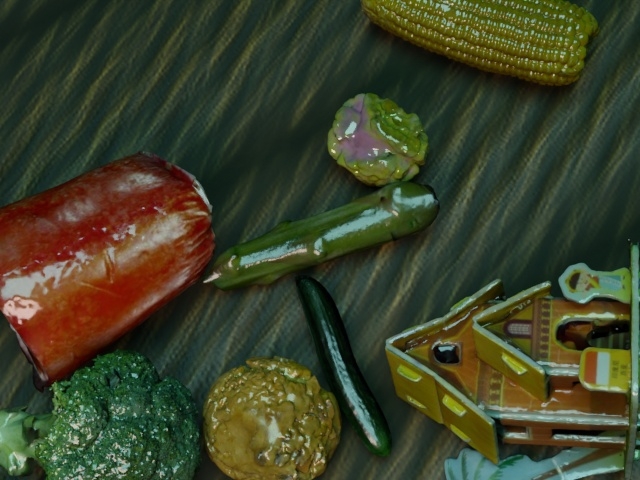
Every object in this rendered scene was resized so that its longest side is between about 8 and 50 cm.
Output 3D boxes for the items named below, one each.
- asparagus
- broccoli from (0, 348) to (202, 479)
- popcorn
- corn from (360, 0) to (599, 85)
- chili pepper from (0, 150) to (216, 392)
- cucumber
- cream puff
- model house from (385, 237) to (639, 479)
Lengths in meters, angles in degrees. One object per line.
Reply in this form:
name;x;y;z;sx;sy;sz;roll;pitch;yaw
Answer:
asparagus;-0.001;-0.002;1.644;0.343;0.085;0.082;-20;110;2
broccoli;-0.280;0.254;1.465;0.270;0.270;0.269;5;68;16
popcorn;0.083;-0.139;1.676;0.145;0.126;0.125;10;76;12
corn;0.231;-0.323;1.739;0.345;0.131;0.131;20;70;12
chili pepper;-0.309;0.027;1.600;0.305;0.229;0.251;-28;31;-22
cucumber;0.027;0.164;1.593;0.056;0.056;0.284;-23;68;-6
cream puff;-0.064;0.237;1.529;0.189;0.129;0.189;-2;68;5
model house;0.232;0.207;1.447;0.324;0.300;0.340;2;62;14
